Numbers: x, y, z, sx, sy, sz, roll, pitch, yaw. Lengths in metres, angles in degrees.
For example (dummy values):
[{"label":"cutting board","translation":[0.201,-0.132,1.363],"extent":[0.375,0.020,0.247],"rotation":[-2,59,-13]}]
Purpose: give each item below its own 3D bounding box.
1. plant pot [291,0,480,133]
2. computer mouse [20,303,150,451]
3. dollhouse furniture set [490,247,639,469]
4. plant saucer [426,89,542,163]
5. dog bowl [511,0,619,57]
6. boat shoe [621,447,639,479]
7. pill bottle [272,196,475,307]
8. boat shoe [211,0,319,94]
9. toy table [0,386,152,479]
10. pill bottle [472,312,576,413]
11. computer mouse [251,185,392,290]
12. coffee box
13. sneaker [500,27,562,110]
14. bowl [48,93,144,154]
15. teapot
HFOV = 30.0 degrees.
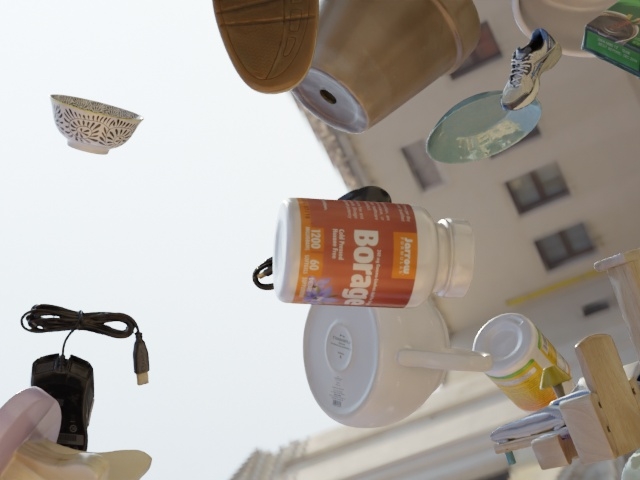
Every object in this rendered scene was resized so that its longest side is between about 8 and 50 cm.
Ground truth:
[{"label":"plant pot","translation":[0.090,-0.359,2.220],"extent":[0.280,0.323,0.323],"rotation":[-54,-50,-19]},{"label":"computer mouse","translation":[-0.341,0.220,1.748],"extent":[0.060,0.184,0.262],"rotation":[-140,50,-85]},{"label":"dollhouse furniture set","translation":[0.289,0.146,1.411],"extent":[0.286,0.303,0.198],"rotation":[-12,-100,-38]},{"label":"plant saucer","translation":[0.255,-0.190,1.908],"extent":[0.195,0.195,0.037],"rotation":[33,-146,-58]},{"label":"dog bowl","translation":[0.414,-0.398,1.776],"extent":[0.265,0.265,0.104],"rotation":[45,-143,-47]},{"label":"boat shoe","translation":[0.378,0.183,1.028],"extent":[0.302,0.094,0.109],"rotation":[1,-83,-41]},{"label":"pill bottle","translation":[0.059,0.016,1.361],"extent":[0.121,0.216,0.121],"rotation":[-177,90,-80]},{"label":"boat shoe","translation":[-0.070,-0.322,1.404],"extent":[0.110,0.122,0.341],"rotation":[83,178,-76]},{"label":"toy table","translation":[-0.360,0.329,1.575],"extent":[0.161,0.274,0.252],"rotation":[33,-124,13]},{"label":"pill bottle","translation":[0.418,0.261,2.381],"extent":[0.246,0.136,0.136],"rotation":[45,-151,-39]},{"label":"computer mouse","translation":[0.000,0.000,1.757],"extent":[0.071,0.242,0.041],"rotation":[53,-171,-1]},{"label":"coffee box","translation":[0.400,-0.253,1.381],"extent":[0.113,0.184,0.040],"rotation":[35,146,32]},{"label":"sneaker","translation":[0.288,-0.245,1.697],"extent":[0.135,0.052,0.058],"rotation":[-58,-46,-17]},{"label":"bowl","translation":[-0.401,-0.198,2.102],"extent":[0.170,0.170,0.080],"rotation":[-14,-60,-71]},{"label":"teapot","translation":[0.107,0.159,1.771],"extent":[0.187,0.252,0.256],"rotation":[4,-134,-31]}]
